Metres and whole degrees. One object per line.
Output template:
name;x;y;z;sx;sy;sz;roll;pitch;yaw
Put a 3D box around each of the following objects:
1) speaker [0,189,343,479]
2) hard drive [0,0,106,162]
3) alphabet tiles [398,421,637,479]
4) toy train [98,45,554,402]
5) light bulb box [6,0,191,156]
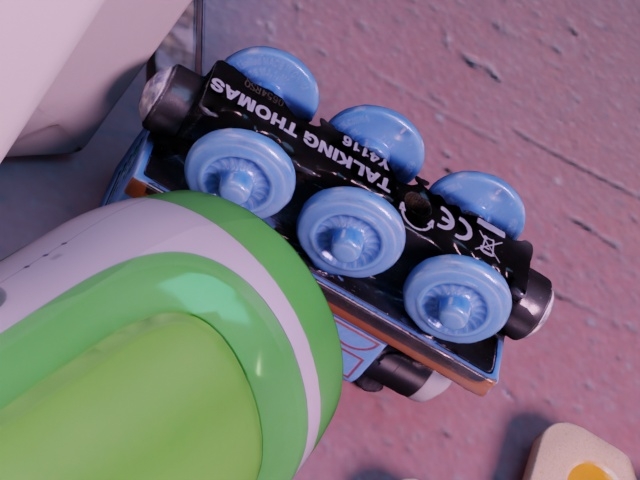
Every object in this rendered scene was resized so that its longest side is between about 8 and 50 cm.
speaker;-0.121;0.092;0.632;0.131;0.131;0.296;49;47;6
hard drive;-0.178;-0.008;0.538;0.203;0.307;0.040;-19;70;-40
alphabet tiles;0.124;0.214;0.777;0.284;0.021;0.278;32;48;-11
toy train;0.000;0.000;0.787;0.184;0.105;0.080;30;40;-12
light bulb box;-0.161;-0.266;0.695;0.225;0.358;0.361;-5;62;-37
